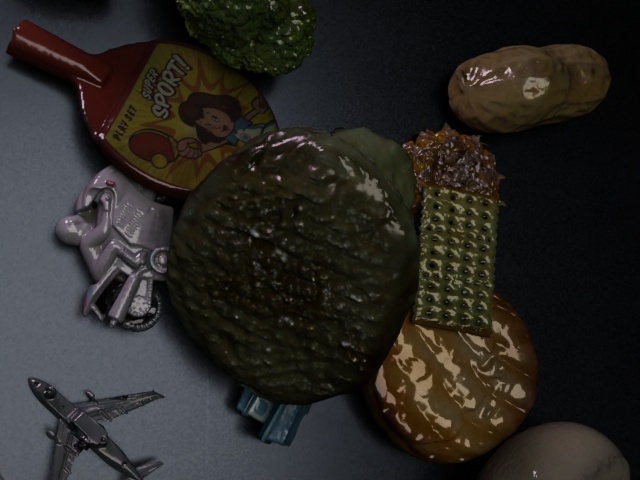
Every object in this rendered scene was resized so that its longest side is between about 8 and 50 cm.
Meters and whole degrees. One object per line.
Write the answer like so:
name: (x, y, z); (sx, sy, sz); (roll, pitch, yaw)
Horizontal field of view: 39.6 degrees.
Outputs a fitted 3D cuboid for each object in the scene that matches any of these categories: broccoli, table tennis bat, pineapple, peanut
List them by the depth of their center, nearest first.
table tennis bat: (-0.251, -0.202, 1.295); (0.414, 0.051, 0.268); (26, 54, -10)
broccoli: (-0.141, -0.395, 1.340); (0.254, 0.186, 0.302); (11, 48, -35)
pineapple: (0.217, -0.094, 1.468); (0.224, 0.076, 0.225); (2, 84, -18)
peanut: (0.364, -0.258, 1.499); (0.291, 0.159, 0.143); (-9, 112, -21)

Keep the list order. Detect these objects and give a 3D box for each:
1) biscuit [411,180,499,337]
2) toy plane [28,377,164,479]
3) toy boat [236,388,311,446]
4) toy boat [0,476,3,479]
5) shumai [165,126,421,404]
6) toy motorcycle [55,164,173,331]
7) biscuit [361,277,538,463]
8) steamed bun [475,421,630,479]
biscuit: (0.215, 0.028, 1.390); (0.139, 0.016, 0.231); (11, 73, -12)
toy plane: (-0.321, 0.269, 1.237); (0.226, 0.058, 0.226); (48, 55, -8)
toy boat: (-0.041, 0.188, 1.330); (0.098, 0.109, 0.238); (26, 79, 12)
toy boat: (-0.408, 0.466, 1.179); (0.318, 0.072, 0.219); (40, 69, -8)
shumai: (0.000, 0.000, 1.229); (0.324, 0.397, 0.323); (32, 33, 8)
toy motorcycle: (-0.289, -0.005, 1.260); (0.170, 0.110, 0.260); (9, 80, -13)
biscuit: (0.198, 0.202, 1.408); (0.296, 0.102, 0.296); (2, 81, -16)
steamed bun: (0.339, 0.404, 1.377); (0.283, 0.177, 0.283); (-23, 128, -33)
